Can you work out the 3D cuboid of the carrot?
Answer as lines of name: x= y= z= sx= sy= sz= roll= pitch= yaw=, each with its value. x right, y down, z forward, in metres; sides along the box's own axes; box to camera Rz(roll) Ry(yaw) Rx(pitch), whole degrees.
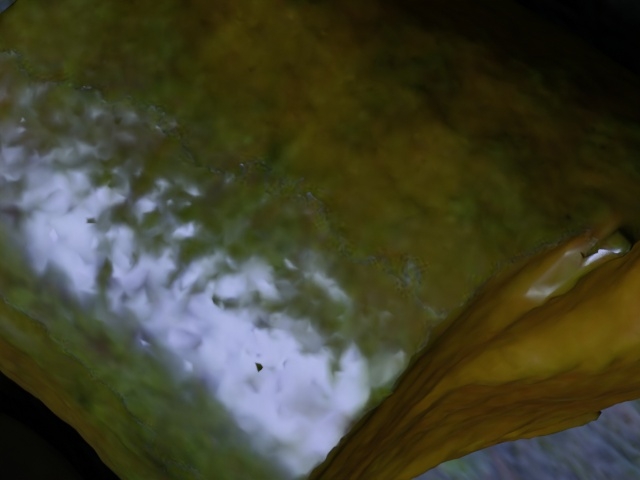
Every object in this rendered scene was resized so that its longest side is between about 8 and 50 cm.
carrot: x=0.000 y=0.000 z=0.647 sx=0.340 sy=0.241 sz=0.241 roll=35 pitch=135 yaw=5

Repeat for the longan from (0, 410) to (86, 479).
longan: x=-0.270 y=0.218 z=0.963 sx=0.350 sy=0.288 sz=0.288 roll=-15 pitch=115 yaw=29
